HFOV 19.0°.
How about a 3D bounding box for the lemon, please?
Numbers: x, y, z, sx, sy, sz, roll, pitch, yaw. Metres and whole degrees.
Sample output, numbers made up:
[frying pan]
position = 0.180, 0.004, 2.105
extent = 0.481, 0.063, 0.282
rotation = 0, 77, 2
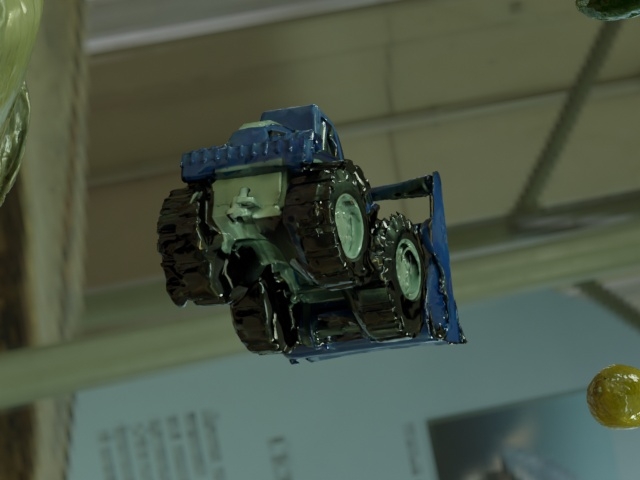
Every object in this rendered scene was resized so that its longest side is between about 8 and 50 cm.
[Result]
[lemon]
position = 0.289, 0.151, 1.828
extent = 0.092, 0.065, 0.065
rotation = 22, 48, -54

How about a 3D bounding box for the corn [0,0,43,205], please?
[corn]
position = -0.260, -0.083, 1.262
extent = 0.305, 0.122, 0.123
rotation = 114, -3, -47

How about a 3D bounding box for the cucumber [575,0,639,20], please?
[cucumber]
position = 0.206, -0.158, 1.098
extent = 0.168, 0.039, 0.039
rotation = -27, -108, 50

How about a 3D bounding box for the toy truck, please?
[toy truck]
position = 0.000, 0.000, 1.121
extent = 0.208, 0.113, 0.126
rotation = 44, 43, -55
